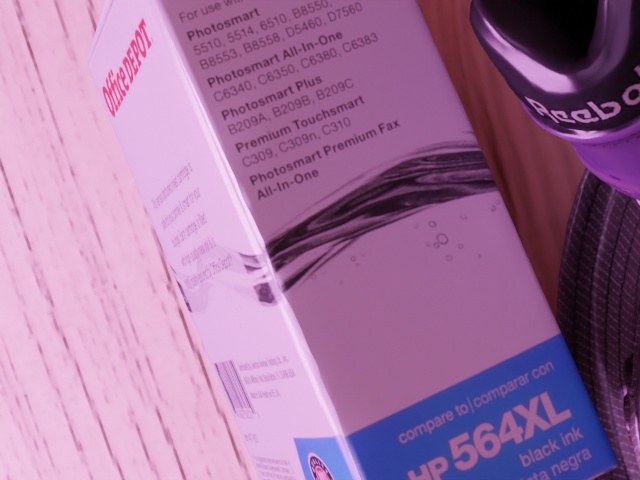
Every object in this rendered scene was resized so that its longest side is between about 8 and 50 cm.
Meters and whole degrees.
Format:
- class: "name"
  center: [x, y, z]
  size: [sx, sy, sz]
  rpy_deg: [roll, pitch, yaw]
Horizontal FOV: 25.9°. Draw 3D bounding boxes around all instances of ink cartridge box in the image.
- class: "ink cartridge box"
  center: [0.000, 0.000, 0.484]
  size: [0.085, 0.148, 0.203]
  rpy_deg: [-22, 89, -16]

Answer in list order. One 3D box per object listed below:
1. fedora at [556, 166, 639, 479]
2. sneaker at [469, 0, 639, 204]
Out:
- class: "fedora"
  center: [0.176, 0.050, 0.422]
  size: [0.243, 0.124, 0.276]
  rpy_deg: [6, 102, 25]
- class: "sneaker"
  center: [0.087, -0.148, 0.376]
  size: [0.107, 0.124, 0.283]
  rpy_deg: [-22, 59, 37]
